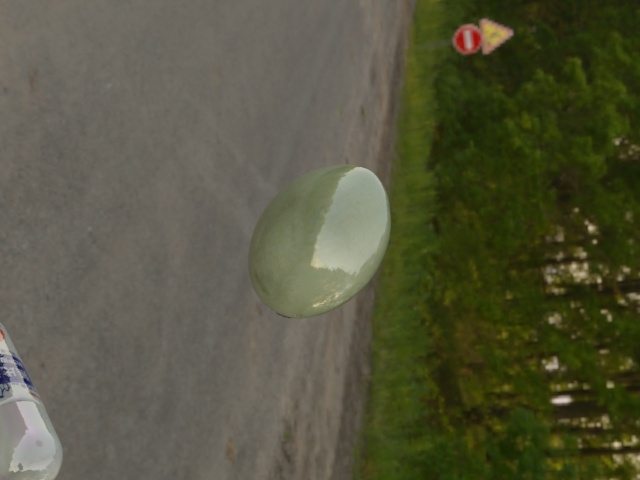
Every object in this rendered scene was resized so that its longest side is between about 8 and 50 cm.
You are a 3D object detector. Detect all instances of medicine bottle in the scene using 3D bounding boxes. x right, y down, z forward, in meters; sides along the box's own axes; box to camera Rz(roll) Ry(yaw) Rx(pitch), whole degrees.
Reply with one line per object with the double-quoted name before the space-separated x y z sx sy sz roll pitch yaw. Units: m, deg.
"medicine bottle" -0.526 0.274 1.431 0.341 0.130 0.130 47 -15 40

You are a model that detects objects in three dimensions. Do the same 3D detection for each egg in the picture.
"egg" 0.000 0.000 1.282 0.253 0.187 0.186 -55 165 2
